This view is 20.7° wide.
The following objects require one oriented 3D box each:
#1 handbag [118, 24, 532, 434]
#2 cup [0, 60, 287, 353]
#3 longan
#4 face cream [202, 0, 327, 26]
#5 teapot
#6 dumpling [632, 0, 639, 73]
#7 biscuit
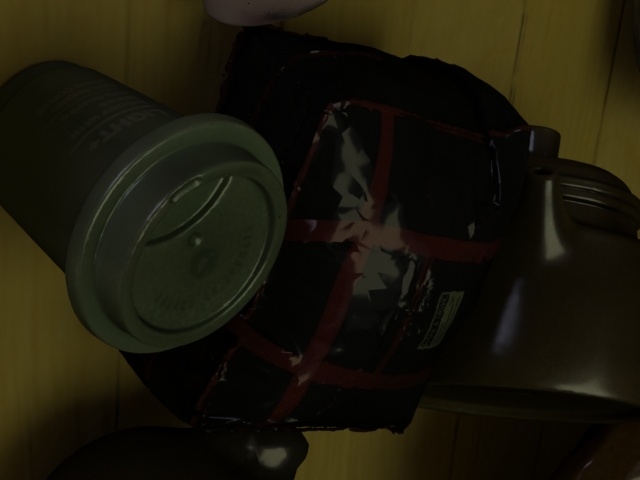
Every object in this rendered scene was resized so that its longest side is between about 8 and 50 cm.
[{"bbox_3d":[0.000,0.000,0.934,0.169,0.155,0.215,5,115,-40],"label":"handbag"},{"bbox_3d":[-0.097,-0.024,0.828,0.120,0.141,0.120,-30,138,-32],"label":"cup"},{"bbox_3d":[-0.081,0.180,0.980,0.204,0.159,0.185,-51,135,-16],"label":"longan"},{"bbox_3d":[-0.025,-0.231,0.808,0.107,0.073,0.269,-26,136,-21],"label":"face cream"},{"bbox_3d":[0.127,0.019,1.084,0.268,0.185,0.175,78,19,-78],"label":"teapot"},{"bbox_3d":[0.264,-0.131,1.156,0.136,0.118,0.199,-43,119,-18],"label":"dumpling"},{"bbox_3d":[0.226,0.156,1.282,0.314,0.063,0.367,-52,164,-6],"label":"biscuit"}]
